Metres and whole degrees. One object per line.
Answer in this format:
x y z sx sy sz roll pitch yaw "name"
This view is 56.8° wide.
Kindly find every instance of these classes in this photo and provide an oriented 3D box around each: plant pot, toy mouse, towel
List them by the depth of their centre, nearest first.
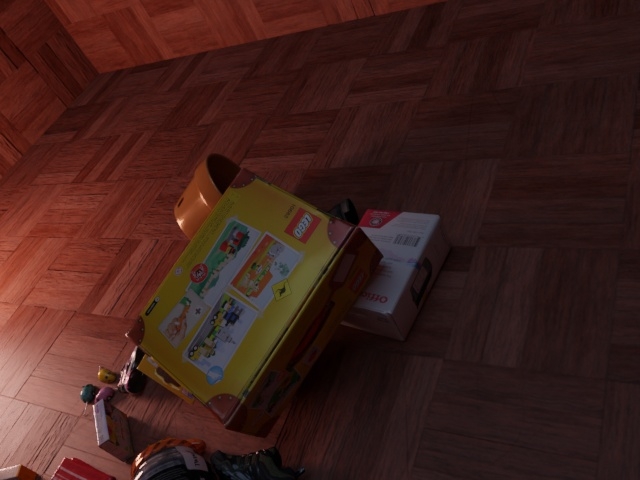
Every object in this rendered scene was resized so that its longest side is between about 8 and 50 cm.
-0.637 0.684 1.452 0.198 0.031 0.275 5 54 33 "towel"
-0.649 0.436 1.708 0.161 0.031 0.143 10 55 38 "toy mouse"
-0.324 -0.102 1.892 0.203 0.291 0.291 -38 37 19 "plant pot"

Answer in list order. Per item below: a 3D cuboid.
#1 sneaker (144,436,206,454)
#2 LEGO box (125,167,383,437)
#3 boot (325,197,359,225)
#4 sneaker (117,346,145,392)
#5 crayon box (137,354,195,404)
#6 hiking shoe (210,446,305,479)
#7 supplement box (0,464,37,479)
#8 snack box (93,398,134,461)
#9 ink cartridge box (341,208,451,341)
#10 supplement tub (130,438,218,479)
-0.359 0.503 1.442 0.175 0.064 0.067 -15 33 15 "sneaker"
-0.154 0.132 1.387 0.372 0.193 0.500 30 82 32 "LEGO box"
0.000 0.000 1.727 0.228 0.091 0.263 -22 37 19 "boot"
-0.536 0.357 1.695 0.077 0.072 0.178 -20 35 29 "sneaker"
-0.314 0.246 1.573 0.203 0.083 0.323 25 79 24 "crayon box"
-0.141 0.506 1.304 0.226 0.086 0.114 13 41 35 "hiking shoe"
-0.824 0.638 1.588 0.098 0.062 0.036 -17 43 15 "supplement box"
-0.536 0.490 1.531 0.037 0.100 0.141 -34 41 -2 "snack box"
0.164 0.076 1.499 0.226 0.131 0.306 10 57 38 "ink cartridge box"
-0.285 0.578 1.216 0.193 0.194 0.316 -35 41 -5 "supplement tub"
